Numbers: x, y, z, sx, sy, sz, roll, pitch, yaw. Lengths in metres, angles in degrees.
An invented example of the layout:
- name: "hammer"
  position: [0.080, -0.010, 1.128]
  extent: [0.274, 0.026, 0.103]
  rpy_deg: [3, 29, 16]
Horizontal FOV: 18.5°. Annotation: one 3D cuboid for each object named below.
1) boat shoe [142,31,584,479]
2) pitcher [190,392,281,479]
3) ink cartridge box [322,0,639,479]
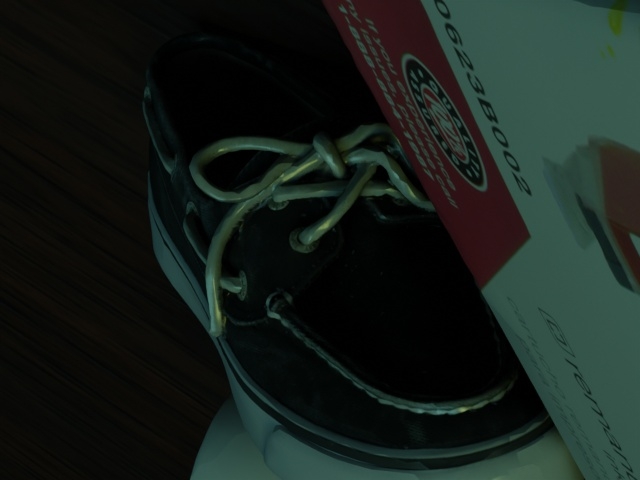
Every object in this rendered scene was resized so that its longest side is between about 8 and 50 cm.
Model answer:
- name: "boat shoe"
  position: [0.004, -0.001, 0.761]
  extent: [0.306, 0.113, 0.105]
  rpy_deg: [-125, 22, -58]
- name: "pitcher"
  position: [0.046, 0.155, 0.954]
  extent: [0.207, 0.125, 0.178]
  rpy_deg: [19, 145, 16]
- name: "ink cartridge box"
  position: [0.176, 0.016, 0.463]
  extent: [0.279, 0.160, 0.384]
  rpy_deg: [60, 169, -24]
